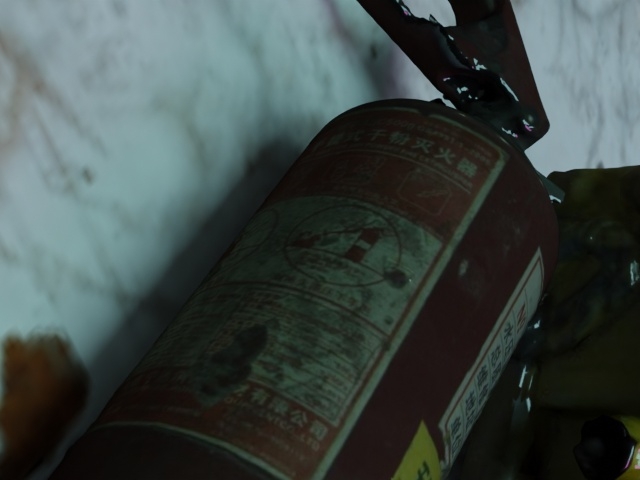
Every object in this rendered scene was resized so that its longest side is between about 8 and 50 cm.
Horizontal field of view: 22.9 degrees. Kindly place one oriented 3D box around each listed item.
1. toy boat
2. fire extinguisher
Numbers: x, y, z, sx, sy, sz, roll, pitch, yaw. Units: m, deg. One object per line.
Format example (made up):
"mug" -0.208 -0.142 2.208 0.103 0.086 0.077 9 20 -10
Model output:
"toy boat" 0.062 0.130 0.438 0.121 0.089 0.321 29 66 -47
"fire extinguisher" 0.007 0.002 0.382 0.252 0.075 0.106 -55 129 -39
